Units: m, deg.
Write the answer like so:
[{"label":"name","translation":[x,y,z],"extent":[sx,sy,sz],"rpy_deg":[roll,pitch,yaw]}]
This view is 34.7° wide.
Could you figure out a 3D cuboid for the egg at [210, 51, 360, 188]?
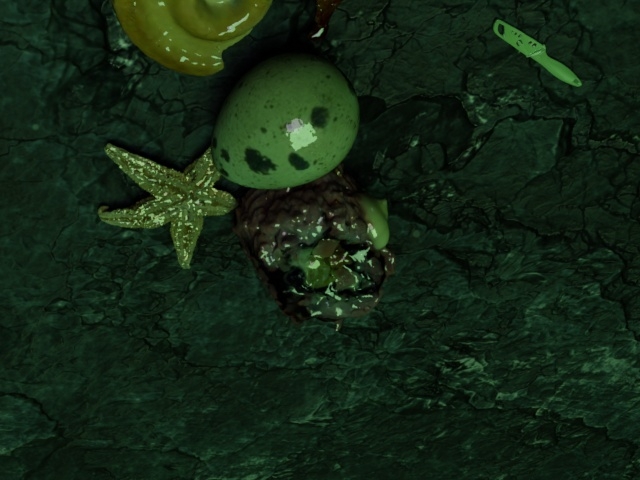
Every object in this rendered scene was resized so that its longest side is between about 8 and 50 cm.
[{"label":"egg","translation":[-0.054,-0.157,1.407],"extent":[0.228,0.177,0.177],"rpy_deg":[-30,135,20]}]

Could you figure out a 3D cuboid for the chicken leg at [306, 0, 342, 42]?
[{"label":"chicken leg","translation":[0.041,-0.351,1.342],"extent":[0.089,0.048,0.219],"rpy_deg":[31,117,-34]}]

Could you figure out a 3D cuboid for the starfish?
[{"label":"starfish","translation":[-0.218,-0.079,1.518],"extent":[0.231,0.048,0.295],"rpy_deg":[9,128,-25]}]

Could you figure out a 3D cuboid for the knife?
[{"label":"knife","translation":[0.328,-0.279,1.530],"extent":[0.207,0.014,0.030],"rpy_deg":[24,123,-34]}]

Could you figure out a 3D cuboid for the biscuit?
[{"label":"biscuit","translation":[-0.153,-0.333,1.267],"extent":[0.213,0.091,0.274],"rpy_deg":[16,128,-32]}]

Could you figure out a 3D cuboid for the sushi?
[{"label":"sushi","translation":[0.000,0.000,1.573],"extent":[0.236,0.171,0.270],"rpy_deg":[-25,136,4]}]
